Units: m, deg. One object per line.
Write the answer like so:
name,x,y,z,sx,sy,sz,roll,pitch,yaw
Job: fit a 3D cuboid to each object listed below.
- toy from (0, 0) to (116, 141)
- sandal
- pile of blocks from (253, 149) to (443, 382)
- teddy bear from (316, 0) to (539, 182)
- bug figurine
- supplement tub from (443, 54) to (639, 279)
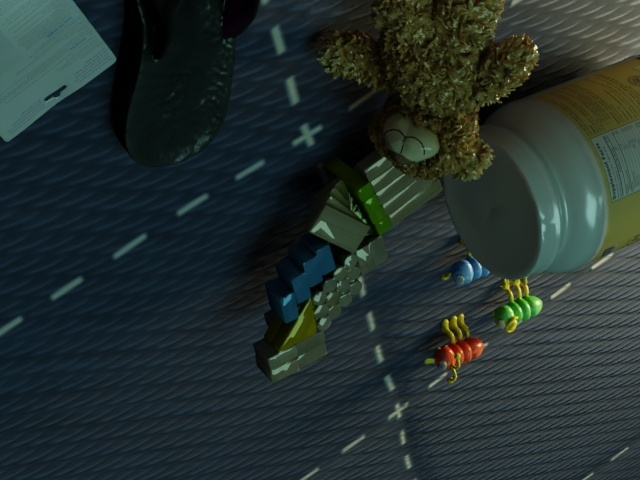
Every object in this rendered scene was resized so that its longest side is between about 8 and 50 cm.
toy,-0.308,-0.214,1.389,0.137,0.056,0.237,-37,141,-2
sandal,-0.119,-0.244,1.496,0.167,0.107,0.446,-22,141,-27
pile of blocks,0.000,0.000,1.891,0.149,0.112,0.362,30,98,-42
teddy bear,0.123,-0.211,1.672,0.245,0.113,0.338,22,124,-4
bug figurine,0.259,0.088,2.261,0.216,0.072,0.279,-23,141,-26
supplement tub,0.357,-0.097,2.007,0.331,0.241,0.241,-22,141,-26
